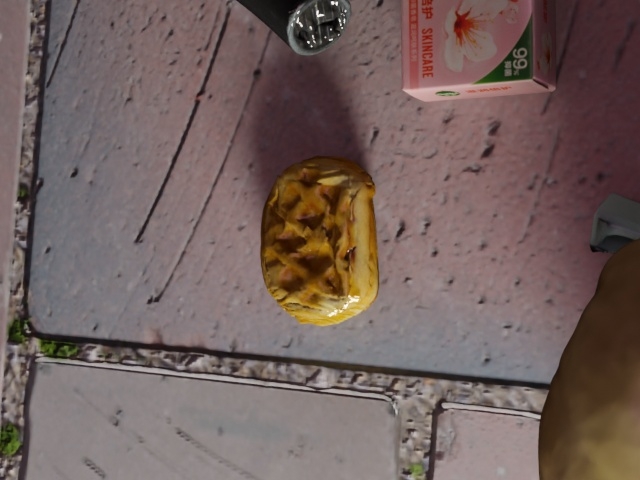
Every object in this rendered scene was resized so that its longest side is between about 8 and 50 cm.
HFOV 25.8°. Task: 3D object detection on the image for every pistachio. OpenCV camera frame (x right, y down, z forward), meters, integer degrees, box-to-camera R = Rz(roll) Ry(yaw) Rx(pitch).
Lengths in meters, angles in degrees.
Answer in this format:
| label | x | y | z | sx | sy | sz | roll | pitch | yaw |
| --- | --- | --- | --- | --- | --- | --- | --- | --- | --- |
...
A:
| label | x | y | z | sx | sy | sz | roll | pitch | yaw |
| --- | --- | --- | --- | --- | --- | --- | --- | --- | --- |
| pistachio | 0.206 | 0.139 | 0.710 | 0.181 | 0.162 | 0.293 | -23 | 81 | 38 |

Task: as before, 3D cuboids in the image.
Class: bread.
| label | x | y | z | sx | sy | sz | roll | pitch | yaw |
| --- | --- | --- | --- | --- | --- | --- | --- | --- | --- |
| bread | 0.000 | 0.000 | 0.901 | 0.083 | 0.044 | 0.110 | -5 | 82 | 31 |

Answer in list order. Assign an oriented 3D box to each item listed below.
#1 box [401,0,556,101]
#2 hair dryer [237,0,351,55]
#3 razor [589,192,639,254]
| label | x | y | z | sx | sy | sz | roll | pitch | yaw |
| --- | --- | --- | --- | --- | --- | --- | --- | --- | --- |
| box | 0.096 | -0.151 | 0.860 | 0.089 | 0.043 | 0.125 | -4 | 85 | 27 |
| hair dryer | 0.008 | -0.264 | 0.886 | 0.271 | 0.091 | 0.235 | -46 | 53 | 10 |
| razor | 0.273 | 0.039 | 0.753 | 0.278 | 0.056 | 0.111 | 30 | 136 | 32 |
